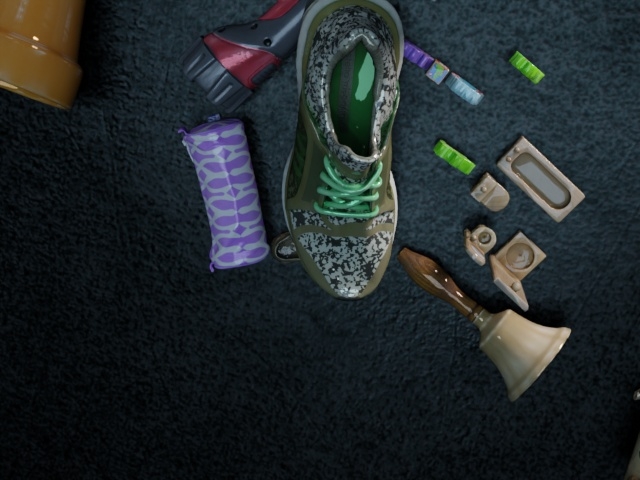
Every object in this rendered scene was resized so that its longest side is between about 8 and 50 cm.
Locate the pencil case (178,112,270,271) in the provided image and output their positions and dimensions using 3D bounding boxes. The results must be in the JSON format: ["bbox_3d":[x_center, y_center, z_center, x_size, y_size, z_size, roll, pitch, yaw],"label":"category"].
[{"bbox_3d":[-0.127,-0.064,1.363,0.088,0.086,0.206,-13,102,-3],"label":"pencil case"}]

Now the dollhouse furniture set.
[{"bbox_3d":[0.261,-0.025,1.309,0.144,0.123,0.151,43,105,-5],"label":"dollhouse furniture set"}]

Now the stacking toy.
[{"bbox_3d":[0.156,-0.216,1.315,0.221,0.052,0.167,37,107,-5],"label":"stacking toy"}]

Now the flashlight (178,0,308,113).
[{"bbox_3d":[-0.043,-0.299,1.295,0.304,0.103,0.103,-44,121,11],"label":"flashlight"}]

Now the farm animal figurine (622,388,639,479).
[{"bbox_3d":[0.522,0.184,1.321,0.330,0.172,0.326,-21,89,19],"label":"farm animal figurine"}]

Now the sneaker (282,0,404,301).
[{"bbox_3d":[0.027,-0.098,1.238,0.158,0.182,0.410,-1,113,0],"label":"sneaker"}]

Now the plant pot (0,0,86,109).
[{"bbox_3d":[-0.384,-0.290,1.293,0.205,0.205,0.187,20,89,1],"label":"plant pot"}]

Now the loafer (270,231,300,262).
[{"bbox_3d":[0.000,0.000,1.383,0.148,0.050,0.056,-22,101,12],"label":"loafer"}]

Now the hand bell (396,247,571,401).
[{"bbox_3d":[0.203,0.091,1.370,0.242,0.126,0.126,40,105,8],"label":"hand bell"}]
